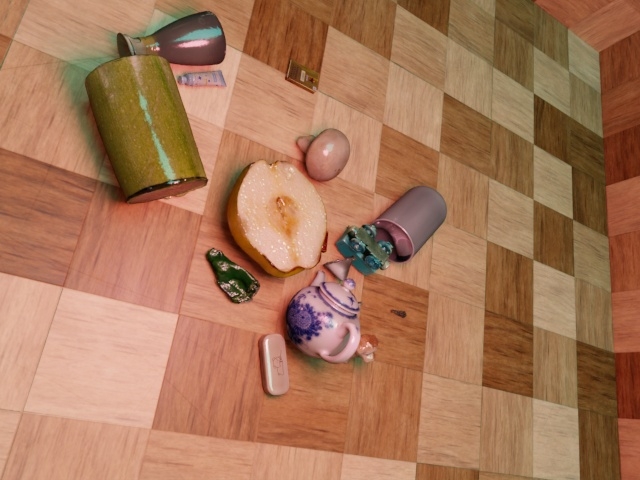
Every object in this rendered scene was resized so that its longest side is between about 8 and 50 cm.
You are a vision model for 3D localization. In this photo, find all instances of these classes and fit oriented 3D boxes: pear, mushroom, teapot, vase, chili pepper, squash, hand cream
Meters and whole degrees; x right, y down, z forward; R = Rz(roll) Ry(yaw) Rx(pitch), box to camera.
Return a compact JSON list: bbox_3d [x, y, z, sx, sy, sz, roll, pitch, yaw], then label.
[{"bbox_3d":[-0.161,-0.062,1.702,0.340,0.191,0.386,-5,79,-37],"label":"pear"},{"bbox_3d":[0.003,-0.330,1.900,0.204,0.204,0.204,9,73,-30],"label":"mushroom"},{"bbox_3d":[0.028,0.239,1.677,0.252,0.424,0.280,28,105,-27],"label":"teapot"},{"bbox_3d":[-0.489,-0.643,1.678,0.321,0.173,0.173,-22,90,-28],"label":"vase"},{"bbox_3d":[-0.283,0.109,1.650,0.108,0.062,0.216,-39,97,7],"label":"chili pepper"},{"bbox_3d":[-0.510,-0.311,1.507,0.263,0.263,0.384,-18,88,-34],"label":"squash"},{"bbox_3d":[-0.408,-0.558,1.769,0.171,0.043,0.065,-17,88,-39],"label":"hand cream"}]

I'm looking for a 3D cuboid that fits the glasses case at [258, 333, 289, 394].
[{"bbox_3d":[-0.152,0.403,1.669,0.083,0.050,0.196,-1,78,-35],"label":"glasses case"}]

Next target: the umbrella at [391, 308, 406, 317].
[{"bbox_3d":[0.311,0.285,2.014,0.083,0.020,0.031,17,68,-22],"label":"umbrella"}]

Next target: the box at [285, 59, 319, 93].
[{"bbox_3d":[-0.072,-0.646,2.016,0.133,0.023,0.090,19,69,-27],"label":"box"}]

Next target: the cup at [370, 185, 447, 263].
[{"bbox_3d":[0.360,-0.074,2.027,0.312,0.205,0.205,-40,100,-34],"label":"cup"}]

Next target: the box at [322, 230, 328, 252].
[{"bbox_3d":[0.000,0.000,1.888,0.051,0.023,0.082,16,69,-29],"label":"box"}]

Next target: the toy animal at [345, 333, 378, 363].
[{"bbox_3d":[0.127,0.332,1.783,0.104,0.185,0.184,16,69,-26],"label":"toy animal"}]

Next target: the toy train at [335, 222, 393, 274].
[{"bbox_3d":[0.162,0.032,1.897,0.203,0.163,0.112,47,58,-11],"label":"toy train"}]

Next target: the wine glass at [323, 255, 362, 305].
[{"bbox_3d":[0.086,0.157,1.853,0.122,0.122,0.183,-13,90,-34],"label":"wine glass"}]
